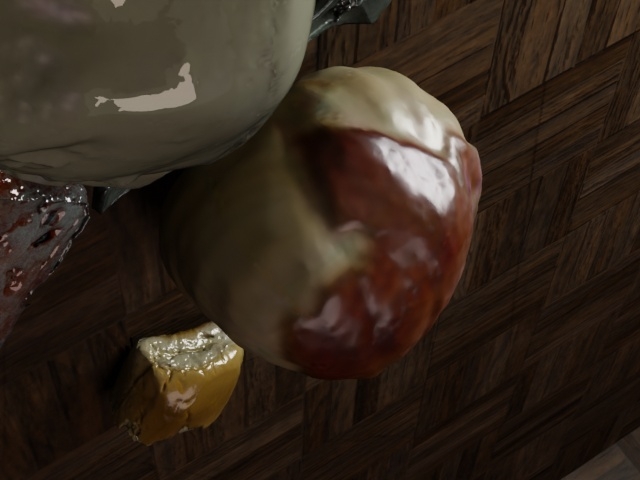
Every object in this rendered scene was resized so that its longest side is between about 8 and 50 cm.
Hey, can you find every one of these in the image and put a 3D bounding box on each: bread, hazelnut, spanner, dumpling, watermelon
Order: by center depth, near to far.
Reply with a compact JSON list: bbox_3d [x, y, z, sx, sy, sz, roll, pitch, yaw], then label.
[{"bbox_3d":[-0.163,-0.139,0.757,0.316,0.233,0.395,3,159,-9],"label":"dumpling"},{"bbox_3d":[-0.230,-0.002,1.004,0.139,0.071,0.187,-32,147,-29],"label":"watermelon"},{"bbox_3d":[-0.043,-0.126,1.014,0.325,0.026,0.093,-42,162,-23],"label":"spanner"},{"bbox_3d":[0.000,0.000,1.098,0.261,0.261,0.241,-36,124,-4],"label":"hazelnut"},{"bbox_3d":[-0.132,0.136,1.347,0.125,0.082,0.106,-12,151,-39],"label":"bread"}]
